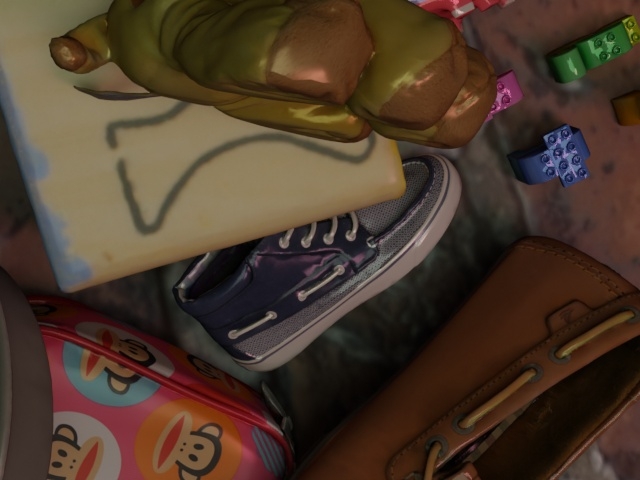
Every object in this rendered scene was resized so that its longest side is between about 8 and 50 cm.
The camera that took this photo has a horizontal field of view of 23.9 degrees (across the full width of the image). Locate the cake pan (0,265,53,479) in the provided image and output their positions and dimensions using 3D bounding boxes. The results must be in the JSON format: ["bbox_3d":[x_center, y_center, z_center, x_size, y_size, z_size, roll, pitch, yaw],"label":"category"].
[{"bbox_3d":[-0.259,0.119,0.865,0.054,0.293,0.293,21,98,-50],"label":"cake pan"}]

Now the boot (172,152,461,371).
[{"bbox_3d":[0.000,0.000,0.951,0.190,0.069,0.086,-43,134,1],"label":"boot"}]

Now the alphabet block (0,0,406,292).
[{"bbox_3d":[-0.080,-0.097,0.874,0.197,0.193,0.192,-16,103,-6],"label":"alphabet block"}]

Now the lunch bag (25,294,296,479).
[{"bbox_3d":[-0.144,0.204,0.953,0.258,0.120,0.293,27,94,-12],"label":"lunch bag"}]

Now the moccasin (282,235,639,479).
[{"bbox_3d":[0.077,0.168,0.920,0.380,0.147,0.139,-43,140,-21],"label":"moccasin"}]

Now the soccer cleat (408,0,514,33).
[{"bbox_3d":[0.110,-0.199,0.949,0.248,0.083,0.095,-28,86,-3],"label":"soccer cleat"}]

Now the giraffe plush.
[{"bbox_3d":[-0.019,-0.144,0.714,0.210,0.181,0.170,9,87,25],"label":"giraffe plush"}]

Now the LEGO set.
[{"bbox_3d":[0.191,-0.095,0.965,0.227,0.093,0.087,-26,103,-3],"label":"LEGO set"}]
